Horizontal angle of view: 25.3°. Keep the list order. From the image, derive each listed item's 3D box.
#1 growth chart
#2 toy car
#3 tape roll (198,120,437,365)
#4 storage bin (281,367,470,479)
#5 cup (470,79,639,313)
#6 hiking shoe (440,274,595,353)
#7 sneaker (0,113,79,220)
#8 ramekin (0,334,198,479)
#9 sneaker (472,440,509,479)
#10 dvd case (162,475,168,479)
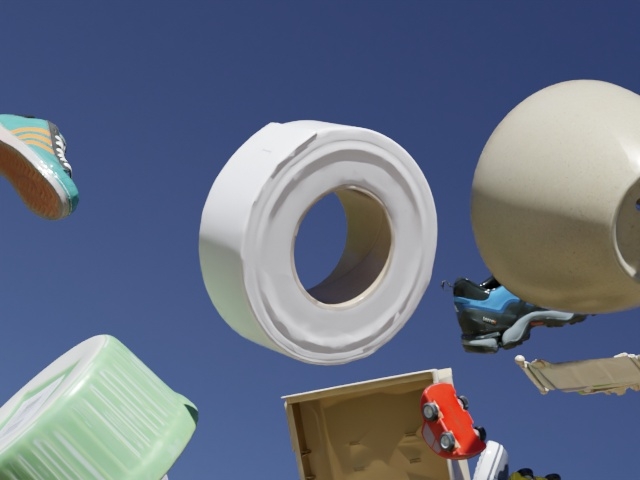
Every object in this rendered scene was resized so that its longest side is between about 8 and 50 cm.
[{"bbox_3d":[0.453,0.220,2.340,0.237,0.021,0.172,-7,-29,18],"label":"growth chart"},{"bbox_3d":[0.177,0.303,1.642,0.239,0.225,0.053,39,-49,-3],"label":"toy car"},{"bbox_3d":[0.000,0.000,1.687,0.286,0.286,0.100,38,-13,-33],"label":"tape roll"},{"bbox_3d":[0.085,0.337,2.102,0.260,0.262,0.123,-12,-5,19],"label":"storage bin"},{"bbox_3d":[0.398,-0.039,1.906,0.331,0.331,0.237,32,0,-22],"label":"cup"},{"bbox_3d":[0.345,0.071,2.217,0.113,0.304,0.132,2,-68,68],"label":"hiking shoe"},{"bbox_3d":[-0.456,-0.137,2.331,0.302,0.121,0.108,39,-42,41],"label":"sneaker"},{"bbox_3d":[-0.306,0.252,1.697,0.148,0.303,0.303,49,-30,-11],"label":"ramekin"},{"bbox_3d":[0.293,0.505,2.407,0.127,0.321,0.126,14,3,7],"label":"sneaker"},{"bbox_3d":[-0.291,0.315,1.897,0.165,0.221,0.018,-17,-19,-8],"label":"dvd case"}]
